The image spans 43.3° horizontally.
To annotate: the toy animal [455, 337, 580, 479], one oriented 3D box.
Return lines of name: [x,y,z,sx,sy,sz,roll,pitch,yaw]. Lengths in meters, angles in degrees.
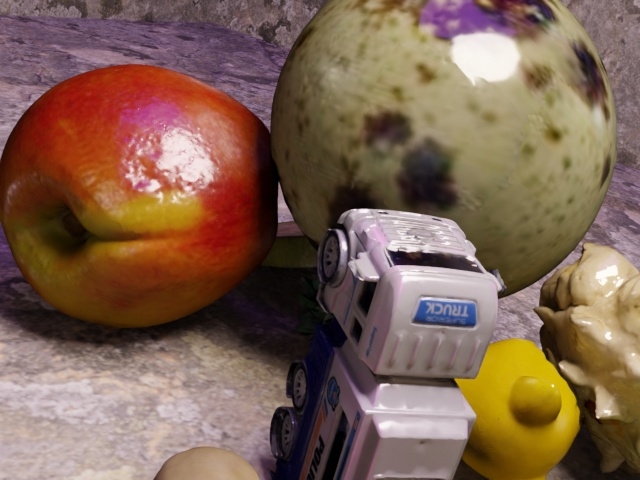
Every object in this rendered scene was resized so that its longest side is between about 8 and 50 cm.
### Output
toy animal: [0.133,0.148,0.793,0.229,0.156,0.156,24,23,33]

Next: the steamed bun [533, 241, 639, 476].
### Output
steamed bun: [0.310,0.152,0.813,0.137,0.292,0.295,-37,21,-11]

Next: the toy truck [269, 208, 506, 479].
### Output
toy truck: [0.052,0.122,0.642,0.124,0.268,0.155,6,25,-20]

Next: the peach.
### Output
peach: [-0.187,-0.051,0.900,0.307,0.308,0.332,22,17,20]

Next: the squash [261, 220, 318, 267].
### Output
squash: [0.000,0.000,1.109,0.252,0.049,0.252,-5,7,1]

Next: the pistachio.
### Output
pistachio: [-0.080,0.210,0.576,0.113,0.113,0.149,7,7,-19]

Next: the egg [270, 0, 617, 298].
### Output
egg: [0.130,-0.100,0.853,0.345,0.345,0.428,23,-4,21]

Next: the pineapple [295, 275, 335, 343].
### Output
pineapple: [0.056,0.073,1.006,0.083,0.103,0.221,-10,6,35]
